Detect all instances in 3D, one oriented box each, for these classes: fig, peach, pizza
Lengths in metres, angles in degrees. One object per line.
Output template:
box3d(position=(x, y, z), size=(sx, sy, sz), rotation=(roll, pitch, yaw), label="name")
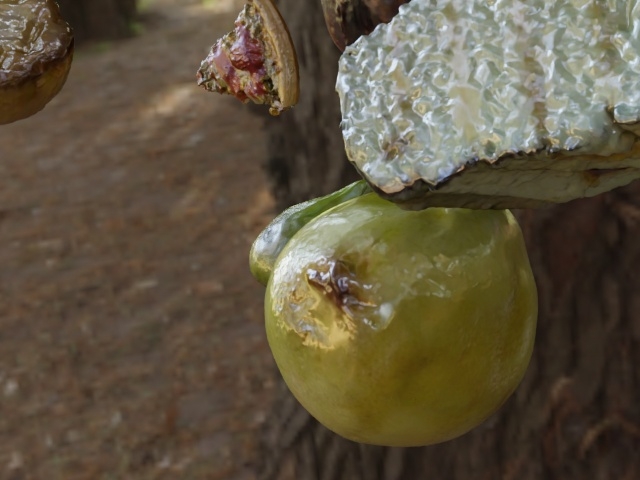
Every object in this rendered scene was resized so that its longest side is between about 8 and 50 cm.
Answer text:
box3d(position=(-0.001, 0.017, 2.422), size=(0.233, 0.167, 0.167), rotation=(-29, 8, 22), label="fig")
box3d(position=(0.087, 0.083, 1.726), size=(0.281, 0.314, 0.316), rotation=(22, 25, 32), label="peach")
box3d(position=(-0.124, -0.264, 2.309), size=(0.199, 0.188, 0.062), rotation=(-21, -6, 39), label="pizza")

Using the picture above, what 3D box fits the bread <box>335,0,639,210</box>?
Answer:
box3d(position=(0.244, -0.155, 1.584), size=(0.395, 0.239, 0.264), rotation=(-19, -21, 35), label="bread")

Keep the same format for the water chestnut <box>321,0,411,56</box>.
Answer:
box3d(position=(0.149, -0.431, 2.453), size=(0.350, 0.350, 0.302), rotation=(-15, 25, -25), label="water chestnut")

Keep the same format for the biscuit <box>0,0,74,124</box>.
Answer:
box3d(position=(-0.366, -0.205, 1.597), size=(0.213, 0.091, 0.274), rotation=(11, 33, -20), label="biscuit")
